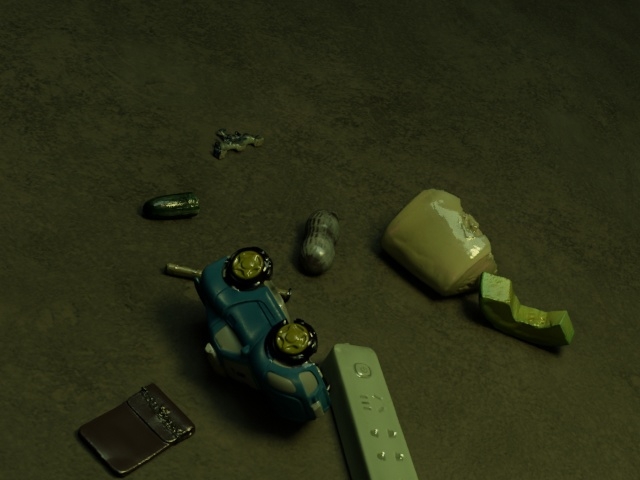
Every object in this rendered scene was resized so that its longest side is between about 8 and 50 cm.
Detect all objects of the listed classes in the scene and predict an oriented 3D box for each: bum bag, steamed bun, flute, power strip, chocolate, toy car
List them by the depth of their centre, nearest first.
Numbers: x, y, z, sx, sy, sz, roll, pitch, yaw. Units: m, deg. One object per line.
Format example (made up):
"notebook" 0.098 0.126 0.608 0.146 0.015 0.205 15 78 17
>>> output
"bum bag" -0.275 0.283 1.642 0.109 0.026 0.159 40 40 20
"toy car" -0.099 0.168 1.760 0.166 0.198 0.314 -29 58 -8
"power strip" 0.083 0.311 1.769 0.091 0.062 0.385 8 40 -24
"flute" -0.165 0.073 1.957 0.233 0.027 0.027 13 38 -13
"chocolate" 0.000 0.000 2.096 0.072 0.072 0.167 19 40 -7
"steamed bun" 0.255 -0.002 2.154 0.225 0.170 0.200 41 36 20

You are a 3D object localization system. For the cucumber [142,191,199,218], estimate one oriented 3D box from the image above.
"cucumber" -0.283 -0.065 2.044 0.105 0.048 0.048 -6 46 -32

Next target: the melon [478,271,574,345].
"melon" 0.391 0.143 2.096 0.209 0.118 0.064 20 52 6

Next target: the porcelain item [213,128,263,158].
"porcelain item" -0.189 -0.213 2.297 0.075 0.021 0.136 38 39 25
